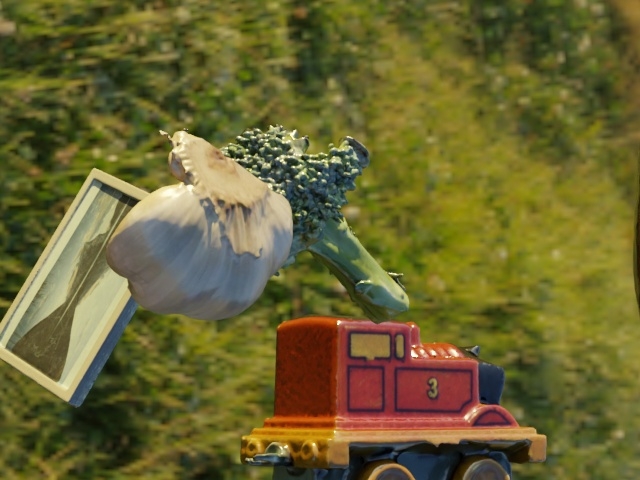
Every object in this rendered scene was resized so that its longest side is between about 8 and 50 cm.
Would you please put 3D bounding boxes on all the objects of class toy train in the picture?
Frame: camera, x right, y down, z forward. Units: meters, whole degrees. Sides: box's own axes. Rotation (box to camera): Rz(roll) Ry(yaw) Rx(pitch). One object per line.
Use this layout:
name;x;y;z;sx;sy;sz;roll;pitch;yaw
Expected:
toy train;0.071;0.199;1.842;0.369;0.163;0.232;4;85;-39

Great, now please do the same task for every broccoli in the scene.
broccoli;-0.002;0.000;1.234;0.204;0.118;0.122;39;70;-37

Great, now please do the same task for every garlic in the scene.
garlic;-0.063;0.004;0.859;0.113;0.094;0.074;9;48;-45

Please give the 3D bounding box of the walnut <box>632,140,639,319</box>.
walnut;0.233;0.017;0.729;0.209;0.209;0.336;-32;107;-52

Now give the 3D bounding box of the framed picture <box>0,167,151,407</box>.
framed picture;-0.217;0.040;1.559;0.015;0.150;0.203;36;83;-44
